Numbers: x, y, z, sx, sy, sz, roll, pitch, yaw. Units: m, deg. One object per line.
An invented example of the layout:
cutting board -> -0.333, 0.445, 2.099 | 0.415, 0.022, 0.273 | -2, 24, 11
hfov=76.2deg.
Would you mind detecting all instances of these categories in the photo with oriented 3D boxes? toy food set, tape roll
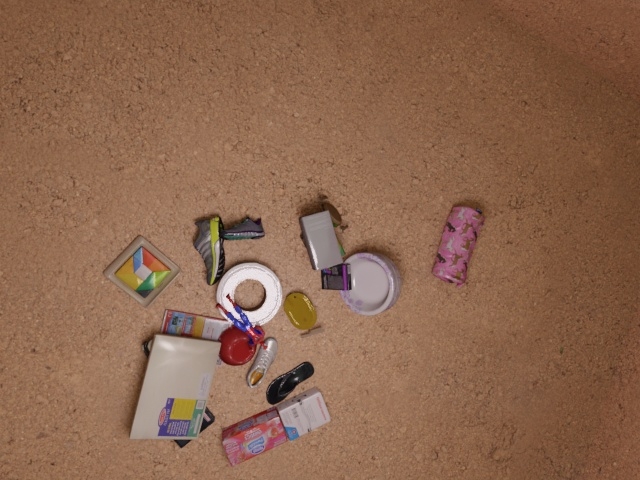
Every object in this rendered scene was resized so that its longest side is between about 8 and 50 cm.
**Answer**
toy food set -> -0.078, 0.334, 1.873 | 0.128, 0.071, 0.218 | -27, 93, 12
toy food set -> 0.048, -0.118, 1.886 | 0.038, 0.132, 0.192 | -37, 86, 23
tape roll -> -0.314, 0.237, 1.798 | 0.286, 0.100, 0.286 | 0, 89, -14

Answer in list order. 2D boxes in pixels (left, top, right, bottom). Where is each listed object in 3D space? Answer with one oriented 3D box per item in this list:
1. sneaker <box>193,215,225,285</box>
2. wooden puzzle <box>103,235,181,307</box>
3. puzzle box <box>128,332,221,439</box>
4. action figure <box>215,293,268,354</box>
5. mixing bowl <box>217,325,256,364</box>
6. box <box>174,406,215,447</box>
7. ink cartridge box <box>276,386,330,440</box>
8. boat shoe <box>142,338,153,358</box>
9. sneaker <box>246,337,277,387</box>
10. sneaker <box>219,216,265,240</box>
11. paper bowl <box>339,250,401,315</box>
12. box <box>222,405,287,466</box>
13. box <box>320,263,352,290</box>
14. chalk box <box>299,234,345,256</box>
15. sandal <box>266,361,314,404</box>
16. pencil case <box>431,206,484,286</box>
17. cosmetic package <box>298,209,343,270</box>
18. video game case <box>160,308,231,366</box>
sneaker -> -0.484, 0.045, 1.771 | 0.121, 0.111, 0.300 | 0, 87, 3
wooden puzzle -> -0.750, 0.133, 1.725 | 0.238, 0.044, 0.221 | 43, 81, -9
puzzle box -> -0.589, 0.597, 1.665 | 0.272, 0.052, 0.409 | 17, 83, -29
action figure -> -0.310, 0.356, 1.680 | 0.091, 0.139, 0.280 | -42, 101, -9
mixing bowl -> -0.350, 0.466, 1.770 | 0.181, 0.098, 0.181 | -1, 91, -24
box -> -0.589, 0.742, 1.748 | 0.175, 0.051, 0.220 | -37, 97, -12
ink cartridge box -> -0.076, 0.780, 1.849 | 0.203, 0.086, 0.148 | -21, 94, -13
boat shoe -> -0.659, 0.510, 1.711 | 0.079, 0.084, 0.233 | -20, 107, 28
sneaker -> -0.252, 0.544, 1.810 | 0.087, 0.092, 0.229 | 26, 82, -10
sneaker -> -0.347, -0.055, 1.783 | 0.223, 0.083, 0.098 | -1, 76, -45
paper bowl -> 0.232, 0.190, 1.859 | 0.148, 0.284, 0.284 | -5, 90, -57
box -> -0.288, 0.848, 1.777 | 0.256, 0.128, 0.123 | -19, 93, -13
box -> 0.069, 0.167, 1.865 | 0.029, 0.162, 0.116 | -3, 90, -50
chalk box -> -0.002, 0.000, 1.858 | 0.132, 0.132, 0.213 | -28, 96, -12
sandal -> -0.141, 0.643, 1.852 | 0.254, 0.054, 0.097 | -38, 97, -11
pencil case -> 0.676, 0.026, 2.005 | 0.160, 0.167, 0.386 | 26, 82, -44
cosmetic package -> 0.000, 0.000, 1.741 | 0.127, 0.107, 0.238 | -14, 95, -13
video game case -> -0.548, 0.425, 1.777 | 0.285, 0.025, 0.204 | 13, 86, -13
